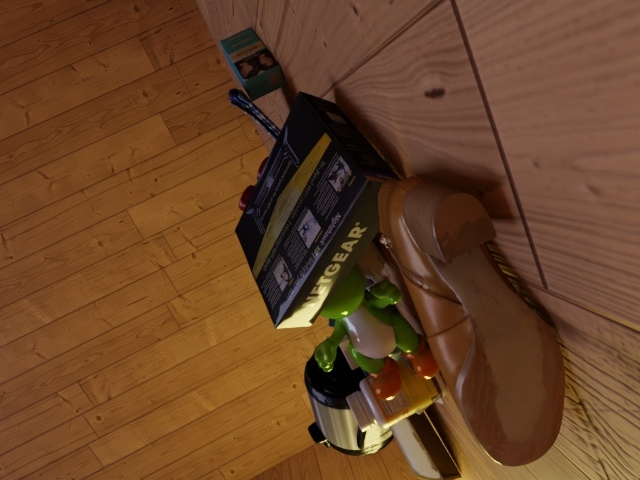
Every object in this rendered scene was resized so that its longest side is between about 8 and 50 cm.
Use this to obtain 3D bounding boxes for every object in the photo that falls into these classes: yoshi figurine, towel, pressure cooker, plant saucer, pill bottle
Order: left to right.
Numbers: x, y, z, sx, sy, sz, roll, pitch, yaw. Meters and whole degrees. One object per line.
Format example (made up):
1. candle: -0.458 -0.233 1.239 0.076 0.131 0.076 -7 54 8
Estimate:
1. towel: -0.115 -0.273 1.103 0.336 0.040 0.243 42 -174 -25
2. pressure cooker: 0.145 0.633 1.662 0.376 0.368 0.421 -63 -32 -54
3. yoshi figurine: 0.078 0.158 0.808 0.362 0.203 0.203 51 148 -12
4. pill bottle: 0.172 0.353 0.955 0.117 0.214 0.117 63 176 8
5. plant saucer: 0.297 0.611 1.313 0.332 0.080 0.333 44 -168 -53

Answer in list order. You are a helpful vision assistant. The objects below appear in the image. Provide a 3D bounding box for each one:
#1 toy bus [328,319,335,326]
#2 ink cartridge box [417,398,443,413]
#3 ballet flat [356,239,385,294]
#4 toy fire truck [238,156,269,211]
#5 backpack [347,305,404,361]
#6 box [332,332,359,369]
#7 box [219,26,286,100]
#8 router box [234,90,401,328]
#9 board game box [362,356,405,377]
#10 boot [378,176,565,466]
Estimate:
1. toy bus: 0.144 0.311 1.692 0.191 0.201 0.105 56 -144 -70
2. ink cartridge box: 0.230 0.392 1.105 0.180 0.060 0.104 -11 107 62
3. ballet flat: 0.093 0.053 0.964 0.124 0.116 0.342 40 165 22
4. toy fire truck: -0.166 -0.187 1.393 0.169 0.303 0.254 27 167 6
5. backpack: 0.148 0.237 1.076 0.182 0.152 0.115 47 177 29
6. box: 0.154 0.367 1.516 0.130 0.170 0.091 65 174 -19
7. box: -0.185 -0.476 1.099 0.244 0.100 0.060 60 175 37
8. router box: -0.025 -0.045 0.684 0.309 0.080 0.243 -58 45 32
9. board game box: 0.198 0.379 1.281 0.048 0.140 0.170 64 175 -9
10. boot: 0.150 0.067 0.463 0.211 0.104 0.296 -112 1 -81
